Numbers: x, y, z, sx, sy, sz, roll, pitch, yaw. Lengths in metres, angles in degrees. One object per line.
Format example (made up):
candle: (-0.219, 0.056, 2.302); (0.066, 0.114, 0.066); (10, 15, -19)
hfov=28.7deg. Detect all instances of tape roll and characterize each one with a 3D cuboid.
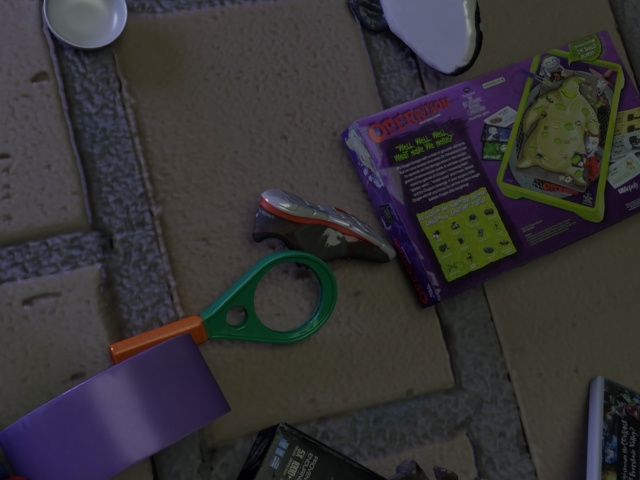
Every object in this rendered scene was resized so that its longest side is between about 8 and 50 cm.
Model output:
tape roll: (-0.178, 0.159, 1.083); (0.189, 0.189, 0.080); (-27, 84, -23)

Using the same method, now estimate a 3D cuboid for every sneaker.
sneaker: (0.000, 0.000, 1.267); (0.158, 0.061, 0.064); (21, 103, -20)

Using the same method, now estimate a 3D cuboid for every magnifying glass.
magnifying glass: (-0.091, 0.076, 1.212); (0.231, 0.026, 0.092); (-20, 109, -18)

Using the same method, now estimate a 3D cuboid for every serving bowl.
serving bowl: (-0.237, -0.227, 1.256); (0.083, 0.027, 0.083); (5, 73, -17)

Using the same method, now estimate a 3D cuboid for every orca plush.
orca plush: (0.093, -0.309, 1.376); (0.287, 0.102, 0.151); (47, 111, 9)

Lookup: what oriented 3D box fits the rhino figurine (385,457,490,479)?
rhino figurine: (0.123, 0.270, 1.165); (0.243, 0.073, 0.106); (38, 63, -44)

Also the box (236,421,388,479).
box: (-0.023, 0.284, 1.160); (0.147, 0.077, 0.180); (31, 68, -9)

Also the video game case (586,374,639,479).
video game case: (0.352, 0.248, 1.285); (0.173, 0.022, 0.190); (25, 46, -11)

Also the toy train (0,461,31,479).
toy train: (-0.337, 0.157, 0.958); (0.143, 0.105, 0.248); (-40, 121, -25)

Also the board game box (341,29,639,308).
board game box: (0.215, -0.084, 1.350); (0.347, 0.056, 0.208); (-22, 87, -24)
